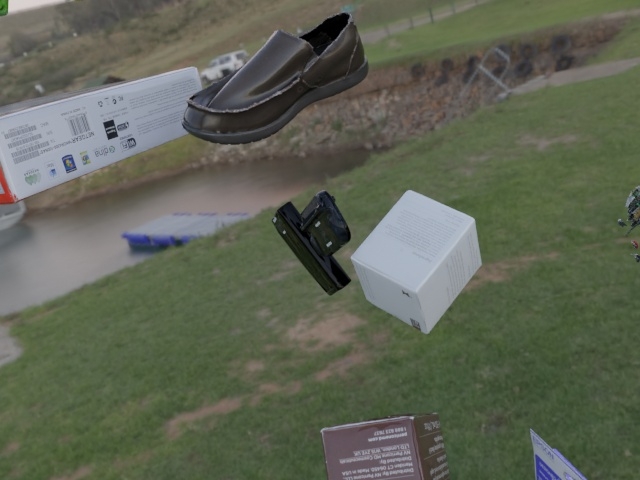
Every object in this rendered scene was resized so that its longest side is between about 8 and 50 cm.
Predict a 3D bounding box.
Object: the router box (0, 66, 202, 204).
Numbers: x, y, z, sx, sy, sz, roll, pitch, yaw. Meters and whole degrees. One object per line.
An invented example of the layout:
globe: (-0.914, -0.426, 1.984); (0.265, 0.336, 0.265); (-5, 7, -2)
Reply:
router box: (-0.355, -0.128, 0.853); (0.301, 0.082, 0.335); (-2, 21, 29)

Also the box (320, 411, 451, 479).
box: (0.116, 0.434, 0.935); (0.143, 0.381, 0.191); (-12, -15, 17)

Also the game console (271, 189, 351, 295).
game console: (0.000, 0.000, 1.374); (0.044, 0.213, 0.361); (-37, -2, -16)

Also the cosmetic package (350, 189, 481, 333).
cosmetic package: (0.180, 0.039, 1.273); (0.151, 0.151, 0.183); (29, 67, 34)

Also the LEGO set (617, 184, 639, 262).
LEGO set: (0.290, -0.019, 0.617); (0.054, 0.083, 0.023); (-1, 36, 2)

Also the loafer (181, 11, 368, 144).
loafer: (-0.044, -0.164, 0.664); (0.080, 0.078, 0.220); (29, 50, 35)

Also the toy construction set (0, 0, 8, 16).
toy construction set: (-0.281, -0.345, 0.771); (0.309, 0.237, 0.257); (0, -11, -4)

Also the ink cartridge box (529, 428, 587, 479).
ink cartridge box: (0.365, 0.383, 0.929); (0.045, 0.208, 0.206); (-19, 25, -13)
